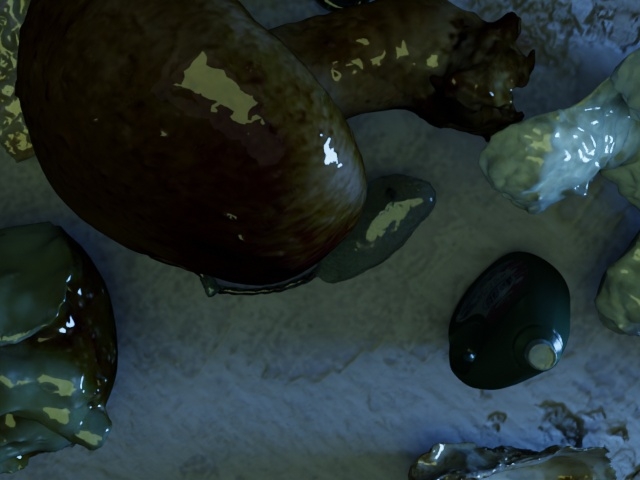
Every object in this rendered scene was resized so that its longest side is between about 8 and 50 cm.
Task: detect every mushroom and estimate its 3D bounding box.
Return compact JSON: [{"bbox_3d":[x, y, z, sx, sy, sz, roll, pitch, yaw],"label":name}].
[{"bbox_3d":[-0.052,-0.124,0.728,0.334,0.331,0.356,46,106,5],"label":"mushroom"}]

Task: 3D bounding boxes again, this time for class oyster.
[{"bbox_3d":[0.188,0.259,0.935,0.232,0.107,0.162,10,96,-20],"label":"oyster"}]

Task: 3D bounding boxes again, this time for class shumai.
[{"bbox_3d":[-0.346,0.121,0.821,0.323,0.324,0.398,1,106,-13],"label":"shumai"}]

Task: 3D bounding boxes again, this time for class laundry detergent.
[{"bbox_3d":[0.173,0.083,0.834,0.063,0.211,0.137,42,100,-7],"label":"laundry detergent"}]

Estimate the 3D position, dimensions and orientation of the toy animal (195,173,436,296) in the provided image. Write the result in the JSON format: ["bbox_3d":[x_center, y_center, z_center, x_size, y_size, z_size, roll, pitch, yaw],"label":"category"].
[{"bbox_3d":[0.001,0.009,0.905,0.252,0.070,0.079,-26,70,16],"label":"toy animal"}]

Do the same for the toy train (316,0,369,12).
[{"bbox_3d":[-0.051,-0.303,0.825,0.285,0.116,0.177,5,89,1],"label":"toy train"}]

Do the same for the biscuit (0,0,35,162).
[{"bbox_3d":[-0.301,-0.208,0.877,0.188,0.040,0.266,4,99,0],"label":"biscuit"}]

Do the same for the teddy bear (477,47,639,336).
[{"bbox_3d":[0.372,0.016,0.770,0.327,0.375,0.362,-31,80,39],"label":"teddy bear"}]
